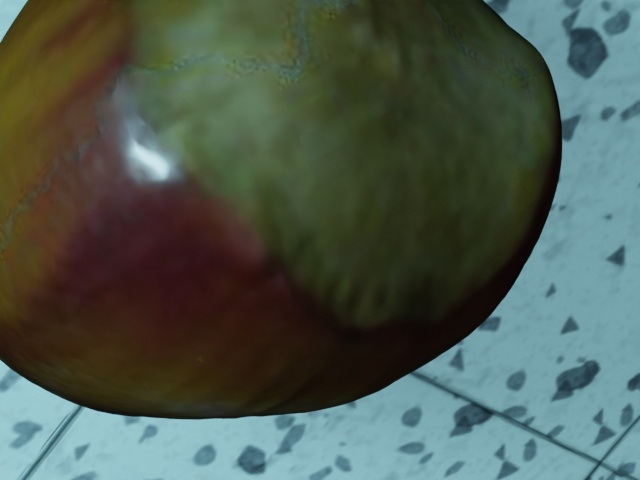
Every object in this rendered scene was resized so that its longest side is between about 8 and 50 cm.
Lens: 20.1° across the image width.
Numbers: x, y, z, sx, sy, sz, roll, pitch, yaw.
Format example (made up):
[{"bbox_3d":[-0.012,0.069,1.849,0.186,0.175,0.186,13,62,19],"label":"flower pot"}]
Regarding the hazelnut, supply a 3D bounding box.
[{"bbox_3d":[-0.043,-0.041,1.072,0.365,0.366,0.366,-14,128,-19],"label":"hazelnut"}]
